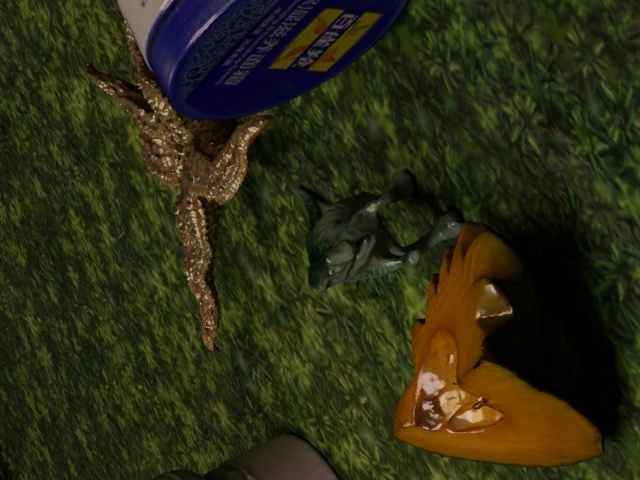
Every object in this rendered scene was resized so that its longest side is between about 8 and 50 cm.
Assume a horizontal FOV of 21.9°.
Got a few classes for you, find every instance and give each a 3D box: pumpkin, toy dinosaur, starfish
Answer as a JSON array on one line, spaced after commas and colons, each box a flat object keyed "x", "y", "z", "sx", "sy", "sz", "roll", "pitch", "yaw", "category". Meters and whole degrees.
[{"x": 0.151, "y": 0.079, "z": 1.221, "sx": 0.254, "sy": 0.149, "sz": 0.130, "roll": 117, "pitch": 168, "yaw": -66, "category": "pumpkin"}, {"x": 0.047, "y": -0.014, "z": 1.344, "sx": 0.383, "sy": 0.129, "sz": 0.076, "roll": -92, "pitch": -13, "yaw": -85, "category": "toy dinosaur"}, {"x": -0.140, "y": -0.090, "z": 1.644, "sx": 0.293, "sy": 0.084, "sz": 0.301, "roll": 52, "pitch": 150, "yaw": 35, "category": "starfish"}]

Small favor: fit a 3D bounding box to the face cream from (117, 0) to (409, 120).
[{"x": -0.041, "y": -0.188, "z": 1.193, "sx": 0.111, "sy": 0.206, "sz": 0.206, "roll": 62, "pitch": 156, "yaw": 18, "category": "face cream"}]

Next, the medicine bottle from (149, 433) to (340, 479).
[{"x": -0.119, "y": 0.357, "z": 1.753, "sx": 0.241, "sy": 0.302, "sz": 0.241, "roll": 44, "pitch": 148, "yaw": 37, "category": "medicine bottle"}]
